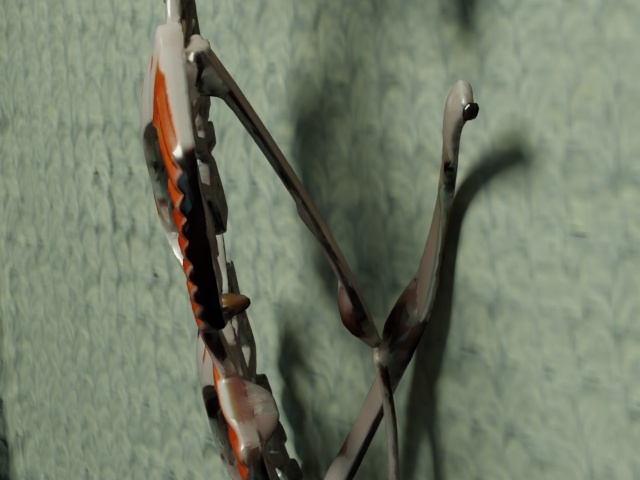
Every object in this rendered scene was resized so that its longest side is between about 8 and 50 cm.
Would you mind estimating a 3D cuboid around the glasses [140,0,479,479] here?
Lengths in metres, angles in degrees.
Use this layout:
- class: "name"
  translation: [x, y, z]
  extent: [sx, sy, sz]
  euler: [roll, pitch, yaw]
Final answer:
- class: "glasses"
  translation: [-0.008, -0.002, 0.674]
  extent: [0.162, 0.095, 0.255]
  euler: [-119, 18, -60]
